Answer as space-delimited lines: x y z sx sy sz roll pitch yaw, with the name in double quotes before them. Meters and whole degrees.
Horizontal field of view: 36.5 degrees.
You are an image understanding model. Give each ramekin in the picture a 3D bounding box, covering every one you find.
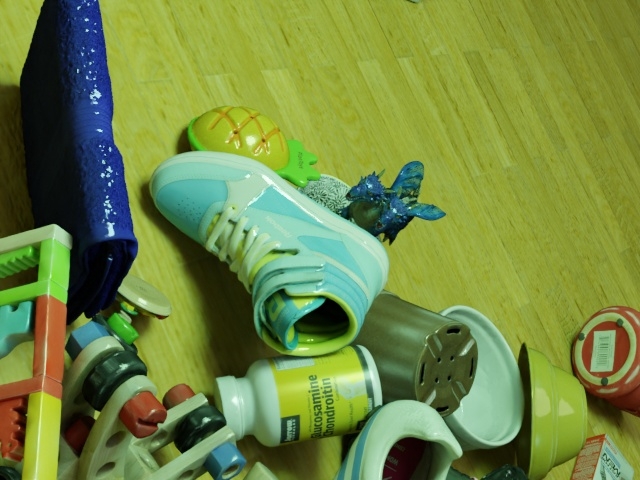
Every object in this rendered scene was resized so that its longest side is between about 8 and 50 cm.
"ramekin" 0.190 0.207 1.401 0.207 0.109 0.207 25 51 -36

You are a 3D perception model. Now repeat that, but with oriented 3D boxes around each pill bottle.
"pill bottle" -0.028 0.185 1.136 0.184 0.103 0.103 -7 70 -14

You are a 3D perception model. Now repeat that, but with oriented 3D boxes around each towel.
"towel" -0.249 -0.088 1.010 0.076 0.227 0.308 -1 66 -29

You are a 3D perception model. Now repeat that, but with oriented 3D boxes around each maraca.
"maraca" -0.088 -0.120 1.288 0.185 0.099 0.127 15 38 -17

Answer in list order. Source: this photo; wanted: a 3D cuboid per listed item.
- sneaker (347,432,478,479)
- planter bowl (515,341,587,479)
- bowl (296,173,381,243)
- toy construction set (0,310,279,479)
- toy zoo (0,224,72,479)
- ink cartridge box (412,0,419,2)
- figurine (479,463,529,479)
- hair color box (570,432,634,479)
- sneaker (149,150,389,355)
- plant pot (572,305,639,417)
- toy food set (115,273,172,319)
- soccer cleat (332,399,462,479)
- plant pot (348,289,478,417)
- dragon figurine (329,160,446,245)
"sneaker" 0.151 0.304 1.301 0.295 0.104 0.147 13 64 -38
"planter bowl" 0.348 0.263 1.456 0.217 0.090 0.217 2 90 -84
"bowl" 0.000 0.000 1.342 0.170 0.080 0.170 25 52 -36
"toy construction set" -0.188 0.248 0.916 0.309 0.257 0.237 44 84 4
"toy zoo" -0.310 0.140 0.839 0.030 0.192 0.293 47 33 -56
"ink cartridge box" 0.160 -0.521 1.791 0.175 0.127 0.072 5 63 -46
"figurine" 0.279 0.421 1.196 0.092 0.209 0.215 -21 123 -25
"hair color box" 0.466 0.415 1.620 0.093 0.053 0.167 52 41 -12
"sneaker" -0.074 0.017 1.133 0.319 0.127 0.208 24 30 -2
"plant pot" 0.568 0.216 1.743 0.174 0.191 0.191 22 53 -34
"toy food set" -0.205 0.062 1.093 0.082 0.020 0.083 26 11 -44
"soccer cleat" 0.039 0.324 1.037 0.116 0.143 0.331 30 85 -20
"plant pot" 0.101 0.147 1.247 0.167 0.165 0.167 -11 106 -42
"dragon figurine" 0.112 -0.052 1.317 0.289 0.144 0.085 -17 81 -51
